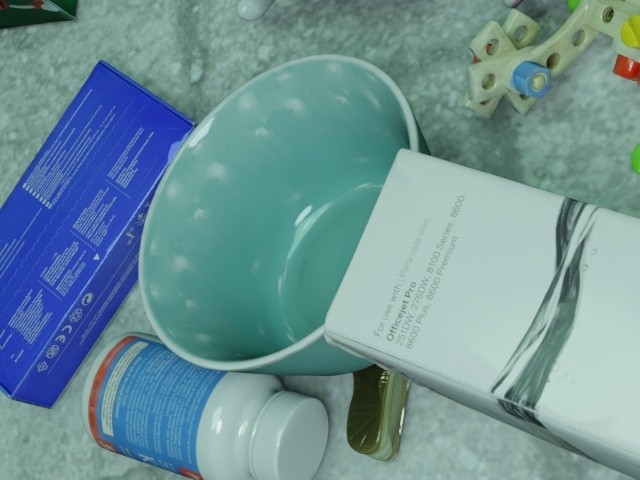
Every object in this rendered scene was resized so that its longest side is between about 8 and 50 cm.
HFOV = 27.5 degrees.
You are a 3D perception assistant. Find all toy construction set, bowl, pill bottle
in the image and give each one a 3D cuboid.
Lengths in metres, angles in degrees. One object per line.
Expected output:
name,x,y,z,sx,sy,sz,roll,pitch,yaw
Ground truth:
toy construction set,0.284,-0.145,1.154,0.328,0.151,0.215,30,114,38
bowl,0.000,0.000,1.210,0.312,0.163,0.311,-20,54,31
pill bottle,-0.110,0.169,1.258,0.222,0.124,0.124,12,80,31

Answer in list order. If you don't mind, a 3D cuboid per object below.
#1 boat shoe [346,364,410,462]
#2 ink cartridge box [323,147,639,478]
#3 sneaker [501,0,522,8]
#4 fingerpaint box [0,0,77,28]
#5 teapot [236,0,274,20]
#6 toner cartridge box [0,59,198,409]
boat shoe,0.063,0.130,1.234,0.056,0.048,0.153,-9,63,38
ink cartridge box,0.243,0.092,1.006,0.395,0.285,0.166,20,83,30
sneaker,0.202,-0.343,1.246,0.105,0.095,0.236,30,77,-2
fingerpaint box,-0.468,-0.488,1.626,0.371,0.163,0.444,-1,74,27
teapot,0.032,-0.364,1.328,0.256,0.187,0.252,-4,91,-1
toner cartridge box,-0.266,-0.008,1.423,0.165,0.075,0.348,36,92,32
